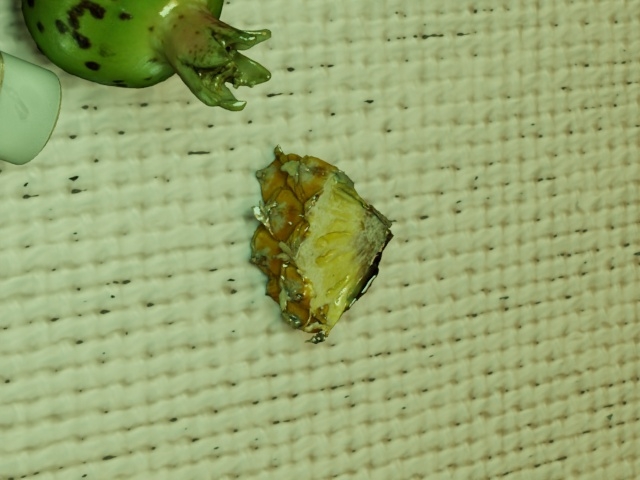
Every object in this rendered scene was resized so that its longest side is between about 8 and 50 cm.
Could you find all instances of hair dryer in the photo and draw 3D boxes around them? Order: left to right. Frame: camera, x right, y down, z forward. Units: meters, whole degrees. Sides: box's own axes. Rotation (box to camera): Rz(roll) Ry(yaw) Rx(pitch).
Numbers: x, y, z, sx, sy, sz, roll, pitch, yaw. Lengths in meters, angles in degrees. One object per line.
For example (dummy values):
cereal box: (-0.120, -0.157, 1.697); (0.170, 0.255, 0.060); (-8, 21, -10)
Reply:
hair dryer: (-0.408, -0.035, 1.674); (0.173, 0.107, 0.357); (20, 91, -35)

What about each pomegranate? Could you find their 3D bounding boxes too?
pomegranate: (-0.171, -0.266, 1.693); (0.231, 0.286, 0.231); (-30, 127, -51)

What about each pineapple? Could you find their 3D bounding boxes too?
pineapple: (0.000, 0.000, 1.983); (0.186, 0.114, 0.236); (-19, 118, -34)
